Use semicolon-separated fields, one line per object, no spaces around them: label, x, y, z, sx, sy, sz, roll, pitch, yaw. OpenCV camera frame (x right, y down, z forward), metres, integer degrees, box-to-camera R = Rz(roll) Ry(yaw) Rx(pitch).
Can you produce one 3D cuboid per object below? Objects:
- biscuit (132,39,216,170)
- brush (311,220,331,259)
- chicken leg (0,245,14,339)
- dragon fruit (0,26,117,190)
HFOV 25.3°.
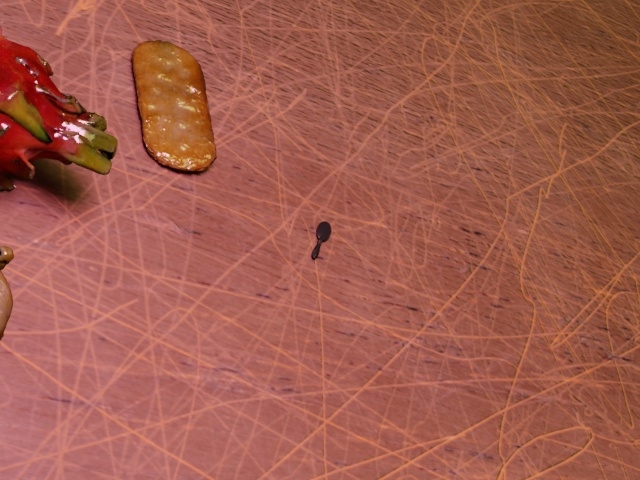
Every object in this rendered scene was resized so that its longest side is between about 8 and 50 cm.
biscuit;-0.218;-0.201;2.120;0.118;0.029;0.247;7;52;-25
brush;0.000;0.000;2.132;0.024;0.008;0.083;33;42;-13
chicken leg;-0.518;0.052;1.524;0.429;0.201;0.152;21;21;-44
dragon fruit;-0.401;-0.169;1.853;0.269;0.198;0.200;17;21;-28
